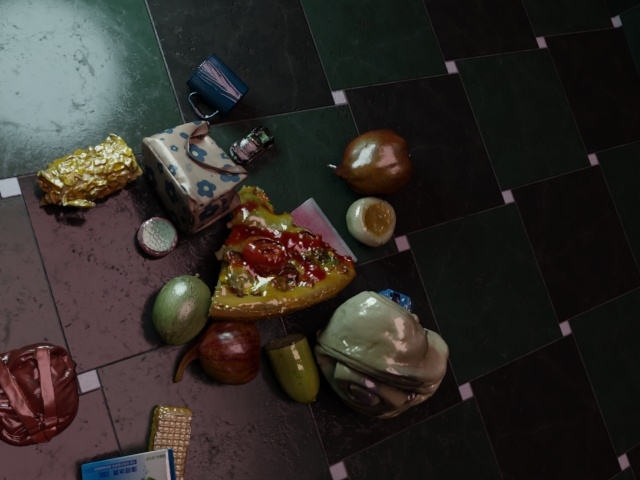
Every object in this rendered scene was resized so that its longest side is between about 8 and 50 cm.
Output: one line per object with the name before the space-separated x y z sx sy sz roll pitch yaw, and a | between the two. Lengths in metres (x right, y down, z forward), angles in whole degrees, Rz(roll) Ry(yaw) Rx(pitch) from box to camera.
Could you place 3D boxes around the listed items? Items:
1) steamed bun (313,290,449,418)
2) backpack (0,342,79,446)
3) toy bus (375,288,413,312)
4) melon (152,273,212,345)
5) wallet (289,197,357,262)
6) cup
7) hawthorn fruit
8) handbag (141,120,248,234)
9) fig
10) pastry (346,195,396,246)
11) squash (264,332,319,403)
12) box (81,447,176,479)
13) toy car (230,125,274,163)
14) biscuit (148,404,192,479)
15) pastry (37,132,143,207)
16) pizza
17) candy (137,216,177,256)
steamed bun | 0.153 0.327 1.704 0.339 0.352 0.247 32 37 -17
backpack | -0.630 0.338 1.426 0.229 0.139 0.229 7 74 -25
toy bus | 0.174 0.201 1.852 0.106 0.185 0.090 26 66 -17
melon | -0.340 0.165 1.622 0.139 0.139 0.192 28 65 -19
wallet | 0.000 0.000 1.904 0.119 0.025 0.232 -40 97 -30
cup | -0.293 -0.419 1.825 0.138 0.150 0.113 42 28 -14
hawthorn fruit | 0.145 -0.226 1.956 0.248 0.208 0.208 -11 82 -3
handbag | -0.318 -0.164 1.668 0.193 0.190 0.251 -30 71 -27
fig | -0.254 0.275 1.633 0.207 0.175 0.175 4 75 -11
pastry | 0.150 -0.056 1.959 0.157 0.092 0.156 6 75 -23
squash | -0.061 0.344 1.736 0.123 0.123 0.186 -24 93 -30
box | -0.425 0.555 1.470 0.194 0.073 0.139 -10 74 -4
toy car | -0.191 -0.273 1.858 0.142 0.055 0.069 -42 94 -30
biscuit | -0.371 0.585 1.546 0.094 0.054 0.378 12 72 -24
pastry | -0.566 -0.153 1.606 0.250 0.102 0.154 -37 93 -31
pizza | -0.143 0.008 1.715 0.440 0.130 0.406 -14 64 -33
candy | -0.418 -0.008 1.680 0.103 0.043 0.103 7 75 -28
